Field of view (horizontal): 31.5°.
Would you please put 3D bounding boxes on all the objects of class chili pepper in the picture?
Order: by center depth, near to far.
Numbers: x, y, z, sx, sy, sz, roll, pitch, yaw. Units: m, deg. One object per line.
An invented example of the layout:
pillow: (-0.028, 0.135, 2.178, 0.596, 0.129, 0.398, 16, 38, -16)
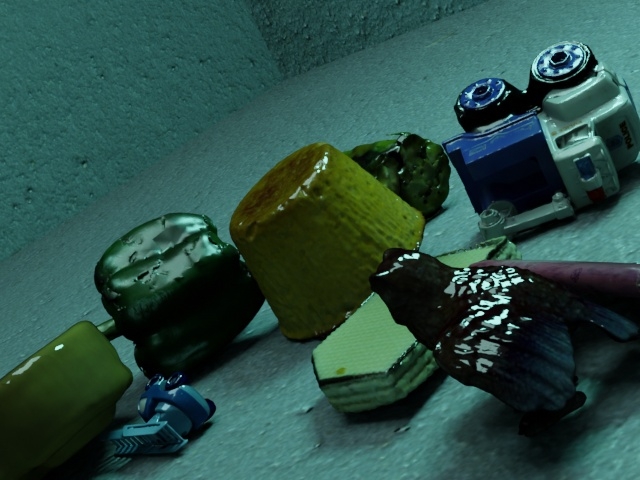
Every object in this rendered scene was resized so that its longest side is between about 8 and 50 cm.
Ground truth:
chili pepper: (-0.199, 0.090, 1.357, 0.261, 0.174, 0.165, -35, 38, -6)

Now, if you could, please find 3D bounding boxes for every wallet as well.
wallet: (0.232, 0.030, 0.942, 0.119, 0.025, 0.232, 0, 1, -26)

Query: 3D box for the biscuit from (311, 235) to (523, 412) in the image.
biscuit: (0.082, 0.084, 1.074, 0.150, 0.052, 0.252, -19, 14, 42)

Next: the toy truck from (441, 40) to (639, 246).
toy truck: (0.253, -0.098, 1.258, 0.213, 0.161, 0.177, -23, 34, 14)

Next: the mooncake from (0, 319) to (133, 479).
mooncake: (-0.304, 0.187, 1.230, 0.235, 0.117, 0.235, -40, 1, 1)

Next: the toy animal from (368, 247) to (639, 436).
toy animal: (0.132, 0.049, 0.850, 0.116, 0.179, 0.218, -51, 2, 18)

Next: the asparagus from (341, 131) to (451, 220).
asparagus: (0.025, -0.067, 1.598, 0.108, 0.129, 0.382, 8, -9, -33)

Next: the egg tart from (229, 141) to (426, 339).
egg tart: (0.000, 0.000, 1.289, 0.215, 0.171, 0.215, -37, 21, 16)

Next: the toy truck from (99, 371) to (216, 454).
toy truck: (-0.172, 0.184, 1.179, 0.136, 0.063, 0.074, -17, 32, 51)
